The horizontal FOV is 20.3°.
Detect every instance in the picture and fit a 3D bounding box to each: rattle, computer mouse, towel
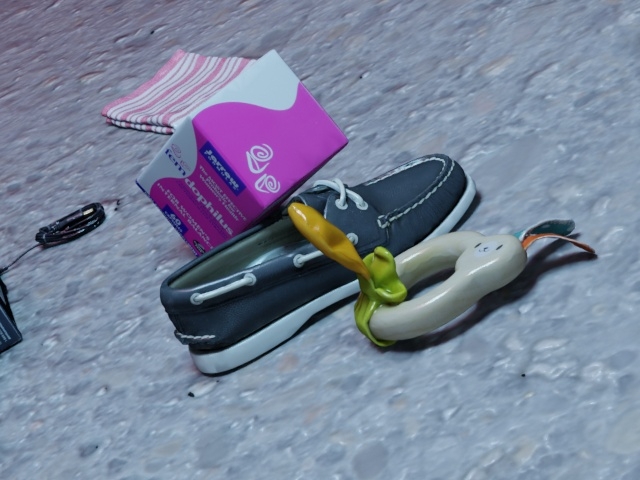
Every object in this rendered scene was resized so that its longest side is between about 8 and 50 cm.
[{"bbox_3d":[0.100,-0.012,1.439,0.199,0.143,0.130,-24,5,23],"label":"rattle"},{"bbox_3d":[-0.350,0.016,1.971,0.242,0.041,0.071,-31,23,-7],"label":"computer mouse"},{"bbox_3d":[-0.173,-0.185,2.198,0.144,0.029,0.197,-39,26,-23],"label":"towel"}]

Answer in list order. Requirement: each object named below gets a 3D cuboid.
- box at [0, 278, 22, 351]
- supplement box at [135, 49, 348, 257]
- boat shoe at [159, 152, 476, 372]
[{"bbox_3d":[-0.405,0.079,1.841,0.158,0.093,0.156,-31,24,-5],"label":"box"},{"bbox_3d":[-0.077,-0.074,1.675,0.114,0.111,0.220,-40,0,-25],"label":"supplement box"},{"bbox_3d":[0.000,0.000,1.568,0.302,0.091,0.114,-35,25,-16],"label":"boat shoe"}]
